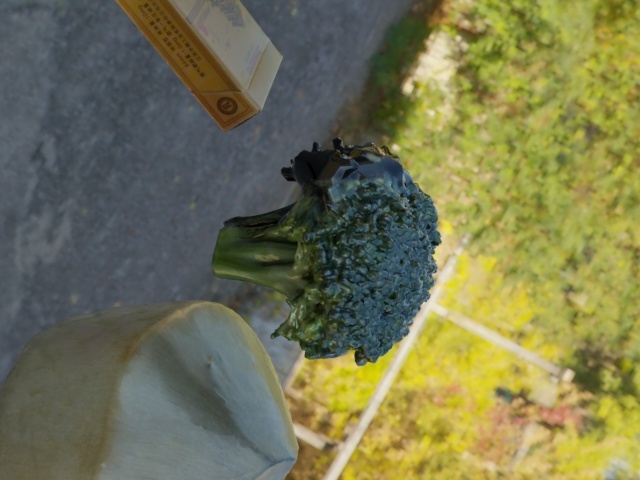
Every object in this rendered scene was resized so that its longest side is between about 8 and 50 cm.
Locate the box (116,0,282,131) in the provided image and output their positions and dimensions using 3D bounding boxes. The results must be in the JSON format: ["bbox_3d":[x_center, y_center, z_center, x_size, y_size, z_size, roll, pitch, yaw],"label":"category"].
[{"bbox_3d":[-0.176,-0.313,1.597,0.076,0.274,0.174,-25,-152,28],"label":"box"}]

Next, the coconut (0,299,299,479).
[{"bbox_3d":[-0.209,0.265,1.356,0.345,0.415,0.415,35,83,-51],"label":"coconut"}]

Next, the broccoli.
[{"bbox_3d":[0.000,0.000,1.161,0.263,0.243,0.247,-54,134,-46],"label":"broccoli"}]
